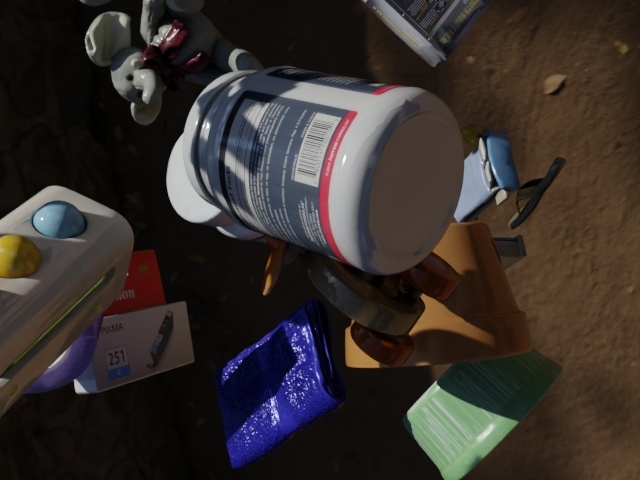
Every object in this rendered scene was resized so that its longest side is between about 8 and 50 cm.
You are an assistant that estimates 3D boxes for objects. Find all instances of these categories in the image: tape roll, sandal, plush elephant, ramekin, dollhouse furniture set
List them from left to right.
[{"bbox_3d":[-0.518,0.134,1.374,0.274,0.090,0.275,-2,124,-2],"label":"tape roll"},{"bbox_3d":[-0.338,-0.384,1.699,0.330,0.255,0.272,33,169,49],"label":"plush elephant"},{"bbox_3d":[0.273,-0.067,1.742,0.286,0.198,0.303,133,136,-59],"label":"dollhouse furniture set"},{"bbox_3d":[0.296,0.297,1.505,0.148,0.303,0.303,44,127,14],"label":"ramekin"},{"bbox_3d":[0.416,-0.099,1.569,0.049,0.072,0.180,34,129,10],"label":"sandal"}]

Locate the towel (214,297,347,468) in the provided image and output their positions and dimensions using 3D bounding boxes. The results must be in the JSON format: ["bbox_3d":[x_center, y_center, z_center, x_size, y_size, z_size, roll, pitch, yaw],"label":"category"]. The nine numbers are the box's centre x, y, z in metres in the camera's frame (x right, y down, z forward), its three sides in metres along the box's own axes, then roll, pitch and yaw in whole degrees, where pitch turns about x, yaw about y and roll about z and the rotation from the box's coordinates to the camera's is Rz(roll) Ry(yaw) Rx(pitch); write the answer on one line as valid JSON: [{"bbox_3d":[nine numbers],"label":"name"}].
[{"bbox_3d":[-0.090,0.274,1.527,0.308,0.076,0.228,-41,45,31],"label":"towel"}]

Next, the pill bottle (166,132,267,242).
[{"bbox_3d":[-0.083,-0.095,1.432,0.204,0.361,0.204,-6,80,37],"label":"pill bottle"}]

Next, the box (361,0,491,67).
[{"bbox_3d":[0.198,-0.437,1.339,0.183,0.231,0.056,39,167,-13],"label":"box"}]

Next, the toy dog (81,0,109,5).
[{"bbox_3d":[-0.300,-0.546,1.461,0.333,0.220,0.161,-1,65,3],"label":"toy dog"}]

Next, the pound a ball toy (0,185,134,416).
[{"bbox_3d":[-0.360,0.047,0.803,0.208,0.319,0.136,25,125,8],"label":"pound a ball toy"}]

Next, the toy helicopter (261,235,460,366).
[{"bbox_3d":[0.000,0.000,1.052,0.140,0.235,0.355,-58,39,19],"label":"toy helicopter"}]

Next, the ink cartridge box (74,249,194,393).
[{"bbox_3d":[-0.392,0.153,1.639,0.066,0.296,0.261,-10,89,29],"label":"ink cartridge box"}]

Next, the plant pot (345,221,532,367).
[{"bbox_3d":[0.174,0.084,1.262,0.290,0.291,0.204,-11,83,40],"label":"plant pot"}]

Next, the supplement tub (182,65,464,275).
[{"bbox_3d":[-0.001,-0.085,0.867,0.272,0.191,0.191,20,117,41],"label":"supplement tub"}]
